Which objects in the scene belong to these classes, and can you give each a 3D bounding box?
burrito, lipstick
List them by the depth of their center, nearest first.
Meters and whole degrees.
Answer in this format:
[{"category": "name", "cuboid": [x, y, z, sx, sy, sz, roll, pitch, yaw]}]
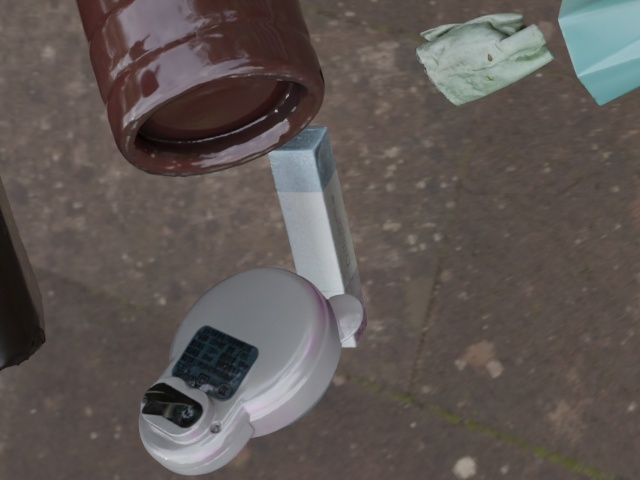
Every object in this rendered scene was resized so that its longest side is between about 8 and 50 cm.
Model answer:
[{"category": "burrito", "cuboid": [0.149, -0.170, 1.205, 0.118, 0.044, 0.074, -17, 109, 36]}, {"category": "lipstick", "cuboid": [0.000, 0.000, 1.793, 0.068, 0.066, 0.317, 1, 124, 20]}]

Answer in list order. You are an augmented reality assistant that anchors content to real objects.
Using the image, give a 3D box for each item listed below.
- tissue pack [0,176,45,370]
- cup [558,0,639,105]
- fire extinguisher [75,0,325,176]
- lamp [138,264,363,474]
[{"category": "tissue pack", "cuboid": [-0.315, -0.084, 0.805, 0.210, 0.198, 0.369, -16, 100, -7]}, {"category": "cup", "cuboid": [0.428, -0.276, 1.657, 0.236, 0.148, 0.134, -20, 118, 29]}, {"category": "fire extinguisher", "cuboid": [-0.108, -0.204, 0.654, 0.102, 0.138, 0.344, -42, 60, 49]}, {"category": "lamp", "cuboid": [-0.075, 0.135, 1.338, 0.179, 0.246, 0.108, 19, 151, 44]}]
